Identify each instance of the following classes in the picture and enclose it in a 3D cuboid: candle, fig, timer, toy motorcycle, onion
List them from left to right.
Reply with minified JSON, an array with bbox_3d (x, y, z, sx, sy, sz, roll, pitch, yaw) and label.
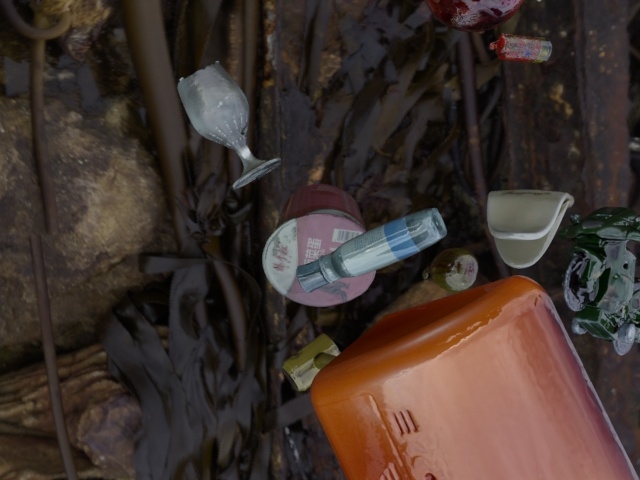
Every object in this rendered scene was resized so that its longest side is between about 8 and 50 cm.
[{"bbox_3d":[0.339,0.083,1.745,0.124,0.236,0.124,1,87,-24],"label":"fig"},{"bbox_3d":[0.194,-0.327,0.803,0.131,0.131,0.131,-9,109,-28],"label":"onion"},{"bbox_3d":[0.146,0.184,0.588,0.161,0.250,0.257,-21,84,-46],"label":"timer"},{"bbox_3d":[0.392,-0.382,1.243,0.131,0.052,0.051,0,104,-21],"label":"candle"},{"bbox_3d":[0.437,0.057,0.937,0.275,0.125,0.187,37,70,-38],"label":"toy motorcycle"}]

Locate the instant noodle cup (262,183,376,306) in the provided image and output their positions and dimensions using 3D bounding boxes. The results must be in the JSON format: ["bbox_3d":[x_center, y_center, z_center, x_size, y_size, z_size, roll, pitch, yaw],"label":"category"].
[{"bbox_3d":[0.000,0.000,1.334,0.235,0.178,0.234,0,123,0],"label":"instant noodle cup"}]

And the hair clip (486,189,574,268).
[{"bbox_3d":[0.434,-0.054,1.335,0.282,0.173,0.113,-58,142,-43],"label":"hair clip"}]

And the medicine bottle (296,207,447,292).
[{"bbox_3d":[0.065,0.016,0.846,0.209,0.090,0.053,-25,88,21],"label":"medicine bottle"}]

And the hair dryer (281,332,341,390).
[{"bbox_3d":[0.006,0.290,1.447,0.135,0.279,0.090,-32,94,-18],"label":"hair dryer"}]

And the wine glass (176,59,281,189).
[{"bbox_3d":[-0.188,-0.232,1.273,0.127,0.126,0.241,-33,91,-18],"label":"wine glass"}]
